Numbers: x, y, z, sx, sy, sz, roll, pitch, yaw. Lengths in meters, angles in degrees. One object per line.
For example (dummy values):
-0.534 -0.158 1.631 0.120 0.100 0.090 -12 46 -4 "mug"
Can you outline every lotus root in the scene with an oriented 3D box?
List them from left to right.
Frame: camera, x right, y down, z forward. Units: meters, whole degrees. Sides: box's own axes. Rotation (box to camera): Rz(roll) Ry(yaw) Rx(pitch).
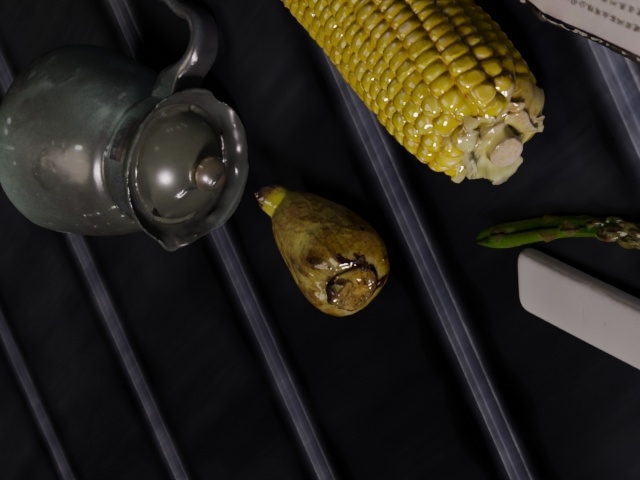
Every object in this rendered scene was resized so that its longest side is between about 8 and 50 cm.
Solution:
0.000 0.000 1.988 0.190 0.094 0.108 50 122 39 "lotus root"

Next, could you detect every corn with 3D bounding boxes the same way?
0.060 -0.210 1.710 0.387 0.144 0.144 53 146 25 "corn"

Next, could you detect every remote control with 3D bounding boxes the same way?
0.273 0.074 1.685 0.261 0.029 0.067 28 133 48 "remote control"

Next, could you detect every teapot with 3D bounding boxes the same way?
-0.191 -0.130 2.135 0.285 0.305 0.223 18 161 42 "teapot"

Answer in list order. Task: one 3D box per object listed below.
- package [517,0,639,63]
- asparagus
0.236 -0.251 1.492 0.251 0.062 0.204 39 141 31 "package"
0.225 -0.007 1.698 0.236 0.027 0.034 -1 90 55 "asparagus"
